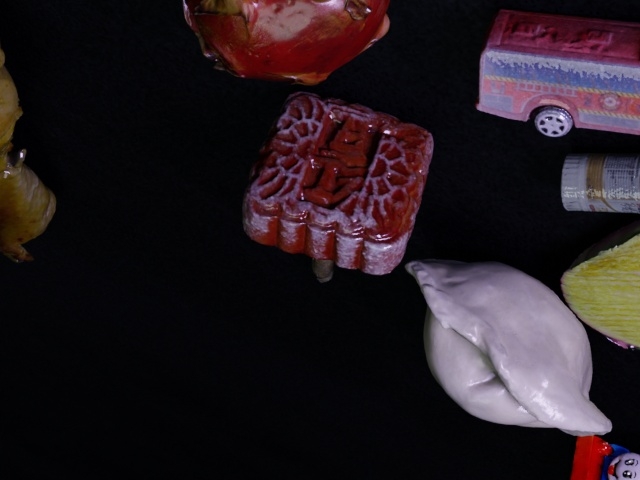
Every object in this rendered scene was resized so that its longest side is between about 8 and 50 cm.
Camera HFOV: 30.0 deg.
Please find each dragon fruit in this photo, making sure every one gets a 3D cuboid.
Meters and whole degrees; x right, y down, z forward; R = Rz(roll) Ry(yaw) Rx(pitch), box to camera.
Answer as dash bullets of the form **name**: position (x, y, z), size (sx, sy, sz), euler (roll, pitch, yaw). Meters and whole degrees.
- **dragon fruit**: position (0.014, -0.181, 0.784), size (0.246, 0.125, 0.125), euler (-18, 121, 23)

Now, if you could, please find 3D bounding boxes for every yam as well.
- **yam**: position (0.000, 0.000, 1.142), size (0.033, 0.027, 0.129), euler (-18, 150, -14)

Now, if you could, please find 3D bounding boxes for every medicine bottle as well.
- **medicine bottle**: position (0.232, -0.045, 0.922), size (0.083, 0.047, 0.047), euler (3, 146, 26)

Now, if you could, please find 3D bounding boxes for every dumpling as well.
- **dumpling**: position (0.171, 0.101, 1.083), size (0.250, 0.132, 0.162), euler (43, -179, -17)

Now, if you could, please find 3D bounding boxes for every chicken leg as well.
- **chicken leg**: position (-0.339, -0.103, 1.081), size (0.201, 0.153, 0.429), euler (23, 159, 18)

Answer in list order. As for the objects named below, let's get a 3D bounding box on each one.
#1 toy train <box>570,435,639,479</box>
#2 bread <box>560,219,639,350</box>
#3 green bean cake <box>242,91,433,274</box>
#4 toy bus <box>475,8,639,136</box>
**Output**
- **toy train**: position (0.369, 0.301, 1.366), size (0.131, 0.083, 0.204), euler (-7, 143, 37)
- **bread**: position (0.325, 0.045, 1.029), size (0.228, 0.034, 0.228), euler (14, 151, 8)
- **green bean cake**: position (0.015, -0.049, 0.950), size (0.135, 0.135, 0.056), euler (16, 149, 5)
- **toy bus**: position (0.205, -0.111, 0.818), size (0.192, 0.065, 0.077), euler (9, 141, 17)
